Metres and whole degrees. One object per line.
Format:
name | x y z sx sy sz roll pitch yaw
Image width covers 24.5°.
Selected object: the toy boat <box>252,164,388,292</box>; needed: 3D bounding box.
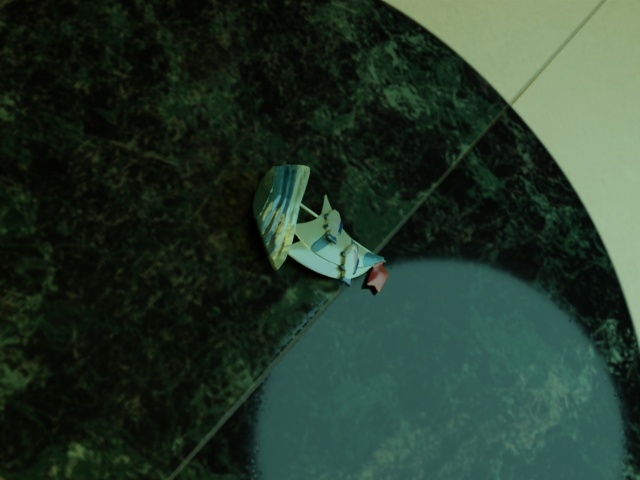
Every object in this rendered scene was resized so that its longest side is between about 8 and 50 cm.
toy boat | -0.008 0.003 1.301 0.149 0.034 0.105 55 47 -14
